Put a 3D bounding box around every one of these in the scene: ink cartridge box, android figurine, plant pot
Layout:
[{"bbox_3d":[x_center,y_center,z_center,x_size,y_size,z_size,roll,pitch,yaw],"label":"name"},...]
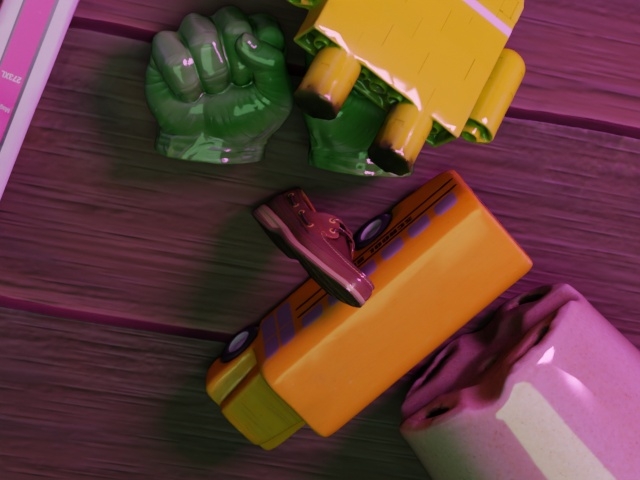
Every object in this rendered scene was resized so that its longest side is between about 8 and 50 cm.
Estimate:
[{"bbox_3d":[-0.273,-0.135,1.197,0.069,0.176,0.370,19,106,-13],"label":"ink cartridge box"},{"bbox_3d":[0.083,-0.200,1.220,0.248,0.056,0.272,34,65,-18],"label":"android figurine"},{"bbox_3d":[0.250,0.224,1.343,0.334,0.334,0.305,-40,98,7],"label":"plant pot"}]

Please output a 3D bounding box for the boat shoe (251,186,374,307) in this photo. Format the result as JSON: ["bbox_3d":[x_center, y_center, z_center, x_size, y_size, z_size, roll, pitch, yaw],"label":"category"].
[{"bbox_3d":[0.000,0.000,1.287,0.060,0.178,0.064,-41,132,-6],"label":"boat shoe"}]

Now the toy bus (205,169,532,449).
[{"bbox_3d":[0.041,0.080,1.339,0.333,0.130,0.108,-41,109,7],"label":"toy bus"}]

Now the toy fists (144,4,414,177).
[{"bbox_3d":[-0.024,-0.140,1.272,0.279,0.096,0.142,4,106,-8],"label":"toy fists"}]
